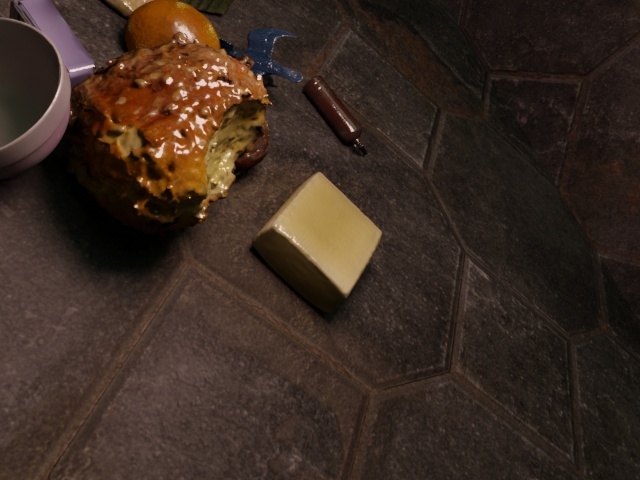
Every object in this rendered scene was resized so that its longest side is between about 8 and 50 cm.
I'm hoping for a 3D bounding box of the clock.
[{"bbox_3d":[-0.530,-0.358,1.179,0.073,0.144,0.193,-31,81,-39],"label":"clock"}]

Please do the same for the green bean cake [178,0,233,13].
[{"bbox_3d":[-0.354,-0.738,1.700,0.185,0.094,0.183,-10,66,-47],"label":"green bean cake"}]

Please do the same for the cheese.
[{"bbox_3d":[0.000,0.000,1.404,0.242,0.124,0.265,41,40,-4],"label":"cheese"}]

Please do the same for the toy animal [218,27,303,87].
[{"bbox_3d":[-0.173,-0.472,1.615,0.176,0.255,0.239,30,78,-58],"label":"toy animal"}]

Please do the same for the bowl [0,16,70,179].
[{"bbox_3d":[-0.548,-0.213,0.994,0.286,0.144,0.287,1,64,-2],"label":"bowl"}]

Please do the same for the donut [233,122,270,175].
[{"bbox_3d":[-0.242,-0.266,1.412,0.269,0.103,0.270,26,42,-25],"label":"donut"}]

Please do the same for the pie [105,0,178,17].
[{"bbox_3d":[-0.461,-0.620,1.536,0.218,0.052,0.185,-1,59,-46],"label":"pie"}]

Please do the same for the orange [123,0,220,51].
[{"bbox_3d":[-0.342,-0.485,1.449,0.237,0.158,0.179,34,46,-20],"label":"orange"}]

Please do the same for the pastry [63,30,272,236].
[{"bbox_3d":[-0.302,-0.206,1.138,0.337,0.292,0.405,21,62,9],"label":"pastry"}]

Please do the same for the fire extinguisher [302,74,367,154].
[{"bbox_3d":[0.055,-0.370,1.808,0.268,0.072,0.089,53,2,5],"label":"fire extinguisher"}]
